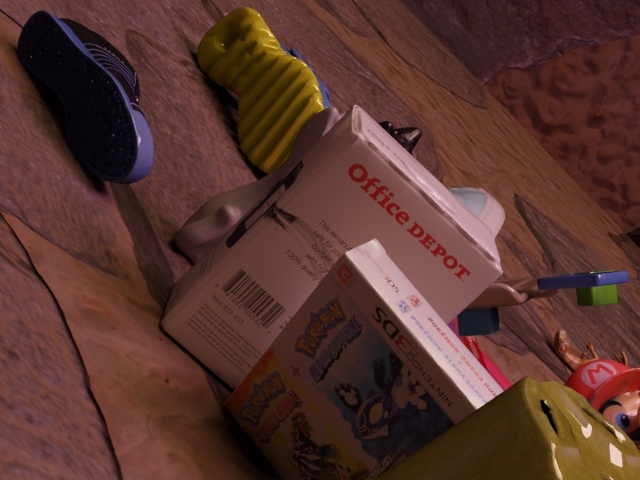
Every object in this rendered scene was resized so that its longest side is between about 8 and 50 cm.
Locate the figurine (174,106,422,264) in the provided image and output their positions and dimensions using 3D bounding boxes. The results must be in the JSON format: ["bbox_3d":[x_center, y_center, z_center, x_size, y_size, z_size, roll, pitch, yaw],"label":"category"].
[{"bbox_3d":[-0.011,-0.044,1.579,0.092,0.209,0.215,50,16,18],"label":"figurine"}]

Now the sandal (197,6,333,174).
[{"bbox_3d":[-0.038,-0.161,1.987,0.138,0.126,0.317,38,18,-38],"label":"sandal"}]

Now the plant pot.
[{"bbox_3d":[0.112,0.235,1.105,0.276,0.254,0.276,41,16,-14],"label":"plant pot"}]

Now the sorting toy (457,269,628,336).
[{"bbox_3d":[0.118,0.065,1.538,0.196,0.348,0.047,-3,88,-69],"label":"sorting toy"}]

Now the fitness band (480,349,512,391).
[{"bbox_3d":[0.196,0.208,1.780,0.209,0.054,0.291,39,16,-14],"label":"fitness band"}]

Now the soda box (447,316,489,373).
[{"bbox_3d":[0.100,0.094,1.732,0.083,0.092,0.263,38,17,-23],"label":"soda box"}]

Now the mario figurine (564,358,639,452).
[{"bbox_3d":[0.328,0.231,1.501,0.198,0.170,0.320,19,32,-52],"label":"mario figurine"}]

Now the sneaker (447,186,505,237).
[{"bbox_3d":[0.133,-0.029,2.058,0.150,0.135,0.366,47,14,-5],"label":"sneaker"}]

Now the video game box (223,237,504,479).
[{"bbox_3d":[0.038,0.133,1.272,0.048,0.205,0.187,-19,64,-48],"label":"video game box"}]

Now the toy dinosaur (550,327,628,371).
[{"bbox_3d":[0.408,0.209,2.332,0.211,0.064,0.112,42,31,21],"label":"toy dinosaur"}]

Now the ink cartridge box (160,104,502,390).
[{"bbox_3d":[0.010,0.031,1.389,0.172,0.237,0.100,42,16,-12],"label":"ink cartridge box"}]

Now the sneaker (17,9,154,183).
[{"bbox_3d":[-0.200,-0.133,1.557,0.090,0.081,0.232,16,31,-48],"label":"sneaker"}]
